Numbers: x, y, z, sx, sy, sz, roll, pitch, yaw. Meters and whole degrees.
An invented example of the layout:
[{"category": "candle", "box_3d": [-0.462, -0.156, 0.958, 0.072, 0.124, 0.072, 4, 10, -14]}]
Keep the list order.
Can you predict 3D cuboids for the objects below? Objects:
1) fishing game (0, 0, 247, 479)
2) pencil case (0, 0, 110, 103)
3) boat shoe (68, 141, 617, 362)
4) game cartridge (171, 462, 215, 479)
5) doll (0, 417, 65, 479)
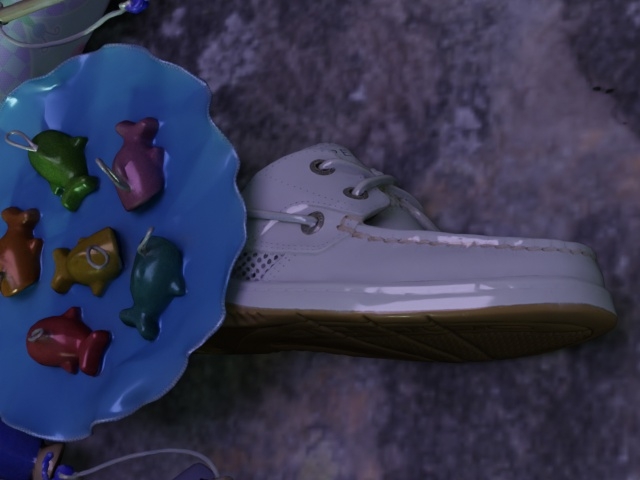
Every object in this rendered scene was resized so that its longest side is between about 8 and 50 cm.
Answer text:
[{"category": "fishing game", "box_3d": [-0.115, -0.003, 0.691, 0.189, 0.041, 0.264, -11, 74, 35]}, {"category": "pencil case", "box_3d": [-0.146, -0.169, 0.820, 0.273, 0.124, 0.113, -55, 36, 0]}, {"category": "boat shoe", "box_3d": [0.000, 0.000, 0.686, 0.277, 0.098, 0.096, 1, 73, 31]}, {"category": "game cartridge", "box_3d": [-0.014, 0.252, 0.561, 0.230, 0.068, 0.355, -33, 50, -30]}, {"category": "doll", "box_3d": [-0.213, 0.068, 0.751, 0.189, 0.046, 0.129, 21, 74, -1]}]
